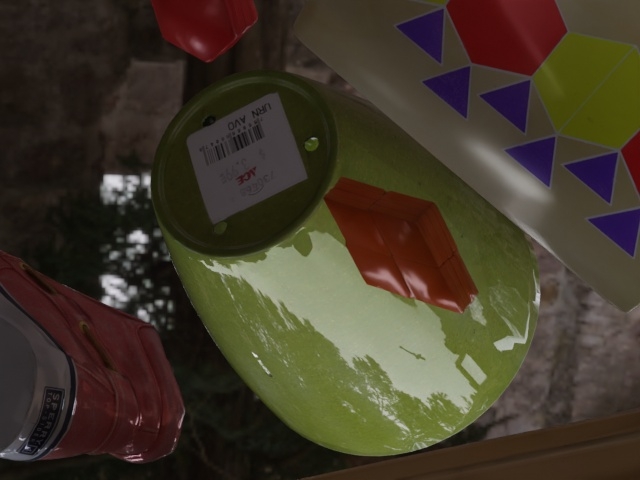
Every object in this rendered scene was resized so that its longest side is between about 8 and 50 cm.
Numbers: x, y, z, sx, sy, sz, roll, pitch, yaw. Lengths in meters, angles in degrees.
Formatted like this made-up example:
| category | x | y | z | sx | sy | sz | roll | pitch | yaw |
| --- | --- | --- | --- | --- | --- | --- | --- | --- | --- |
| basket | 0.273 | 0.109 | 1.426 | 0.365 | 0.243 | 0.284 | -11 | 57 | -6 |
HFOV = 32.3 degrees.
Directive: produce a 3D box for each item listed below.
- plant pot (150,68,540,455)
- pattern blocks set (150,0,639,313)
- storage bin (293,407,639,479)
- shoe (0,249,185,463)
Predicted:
| category | x | y | z | sx | sy | sz | roll | pitch | yaw |
| --- | --- | --- | --- | --- | --- | --- | --- | --- | --- |
| plant pot | 0.000 | 0.000 | 0.839 | 0.275 | 0.274 | 0.293 | 13 | 165 | 27 |
| pattern blocks set | 0.081 | -0.075 | 0.378 | 0.325 | 0.285 | 0.026 | 47 | -135 | -1 |
| storage bin | 0.028 | 0.152 | 0.311 | 0.260 | 0.123 | 0.262 | -16 | -179 | 14 |
| shoe | -0.132 | 0.039 | 0.475 | 0.081 | 0.063 | 0.178 | 21 | -171 | -48 |
